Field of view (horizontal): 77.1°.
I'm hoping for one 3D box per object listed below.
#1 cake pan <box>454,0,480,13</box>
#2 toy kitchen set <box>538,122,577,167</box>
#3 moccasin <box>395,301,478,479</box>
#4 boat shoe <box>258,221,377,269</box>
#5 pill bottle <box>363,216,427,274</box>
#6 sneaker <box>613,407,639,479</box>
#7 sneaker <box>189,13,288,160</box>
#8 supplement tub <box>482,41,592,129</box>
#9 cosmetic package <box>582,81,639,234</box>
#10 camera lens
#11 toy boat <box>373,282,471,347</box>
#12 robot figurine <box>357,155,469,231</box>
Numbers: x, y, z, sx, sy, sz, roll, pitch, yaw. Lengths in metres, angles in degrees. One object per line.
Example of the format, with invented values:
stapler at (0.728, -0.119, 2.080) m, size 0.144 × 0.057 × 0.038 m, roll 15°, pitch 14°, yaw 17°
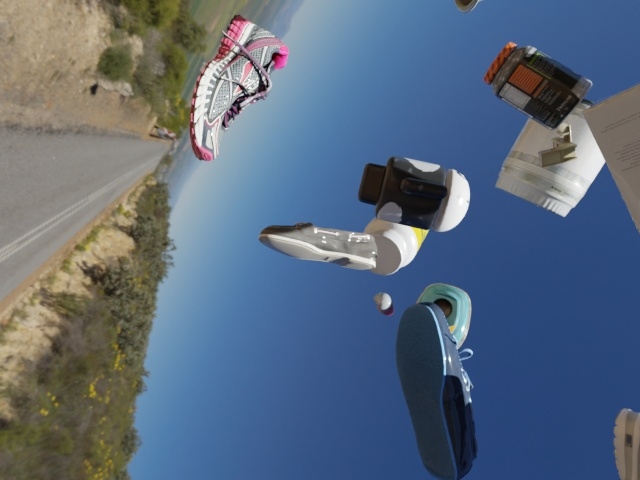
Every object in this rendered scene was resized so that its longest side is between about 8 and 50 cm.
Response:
cake pan at (0.233, -0.478, 0.547) m, size 0.293 × 0.054 × 0.293 m, roll -3°, pitch 90°, yaw -85°
toy kitchen set at (0.514, -0.215, 0.894) m, size 0.075 × 0.068 × 0.083 m, roll -13°, pitch -156°, yaw 11°
moccasin at (0.234, 0.288, 0.803) m, size 0.138 × 0.117 × 0.341 m, roll -4°, pitch -88°, yaw 53°
boat shoe at (0.000, 0.000, 1.072) m, size 0.112 × 0.335 × 0.095 m, roll 145°, pitch -45°, yaw -59°
pill bottle at (0.257, -0.019, 1.385) m, size 0.188 × 0.188 × 0.334 m, roll -43°, pitch 180°, yaw 36°
sneaker at (0.532, 0.410, 0.609) m, size 0.115 × 0.105 × 0.281 m, roll -9°, pitch -88°, yaw 49°
sneaker at (-0.145, -0.268, 0.706) m, size 0.121 × 0.112 × 0.299 m, roll 135°, pitch -25°, yaw -66°
supplement tub at (0.458, -0.335, 0.863) m, size 0.117 × 0.190 × 0.117 m, roll -48°, pitch 168°, yaw -14°
cosmetic package at (0.643, -0.116, 0.726) m, size 0.155 × 0.365 × 0.197 m, roll -23°, pitch -178°, yaw 44°
camera lens at (0.633, -0.229, 1.081) m, size 0.219 × 0.219 × 0.274 m, roll -114°, pitch -134°, yaw -67°
toy boat at (0.339, 0.256, 1.373) m, size 0.318 × 0.148 × 0.267 m, roll 12°, pitch -110°, yaw 24°
robot figurine at (0.241, -0.124, 1.040) m, size 0.209 × 0.278 × 0.173 m, roll -71°, pitch 173°, yaw -49°
